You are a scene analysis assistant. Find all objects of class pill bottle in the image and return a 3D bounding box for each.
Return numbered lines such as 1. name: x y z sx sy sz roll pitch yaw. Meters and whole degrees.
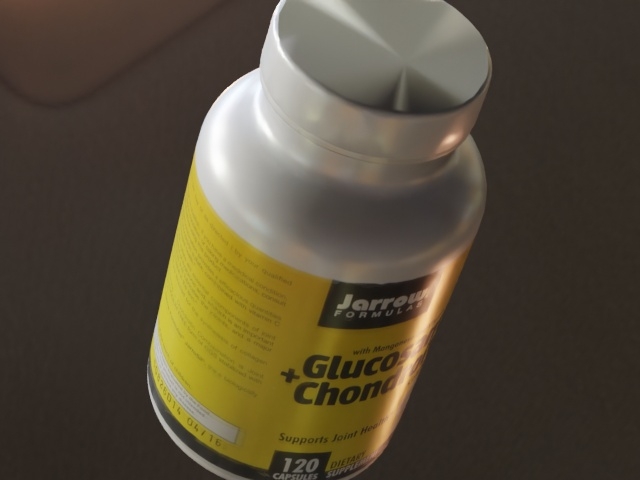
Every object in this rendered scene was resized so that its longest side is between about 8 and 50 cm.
1. pill bottle: 0.000 0.000 0.575 0.103 0.184 0.103 9 -137 -9
